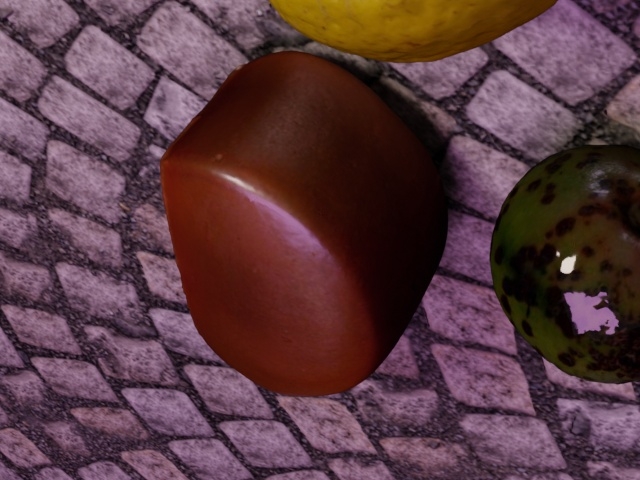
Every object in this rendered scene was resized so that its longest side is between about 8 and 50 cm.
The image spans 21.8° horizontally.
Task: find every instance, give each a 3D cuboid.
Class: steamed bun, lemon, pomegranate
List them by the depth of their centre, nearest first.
[{"bbox_3d":[0.084,-0.276,1.339,0.316,0.285,0.285,19,150,53],"label":"lemon"},{"bbox_3d":[0.282,0.025,1.653,0.242,0.242,0.306,28,177,2],"label":"pomegranate"},{"bbox_3d":[0.000,0.000,1.770,0.248,0.235,0.379,19,143,24],"label":"steamed bun"}]
